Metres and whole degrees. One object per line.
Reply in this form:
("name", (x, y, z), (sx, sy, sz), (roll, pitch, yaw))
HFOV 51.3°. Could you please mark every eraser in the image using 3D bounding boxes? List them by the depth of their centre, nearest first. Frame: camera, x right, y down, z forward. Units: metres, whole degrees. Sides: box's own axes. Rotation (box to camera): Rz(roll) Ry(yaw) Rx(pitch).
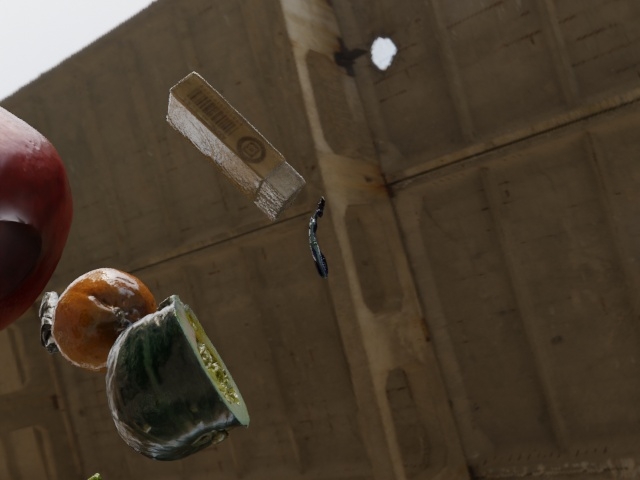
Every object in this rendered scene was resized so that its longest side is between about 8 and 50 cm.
("eraser", (-0.189, -0.199, 1.457), (0.343, 0.078, 0.144), (44, -25, 3))

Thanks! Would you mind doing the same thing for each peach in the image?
("peach", (-0.513, -0.027, 0.878), (0.388, 0.388, 0.389), (1, -88, 33))

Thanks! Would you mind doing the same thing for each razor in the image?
("razor", (-0.005, -0.001, 1.089), (0.044, 0.028, 0.155), (104, -13, -50))

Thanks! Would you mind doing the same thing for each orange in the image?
("orange", (-0.450, 0.166, 1.408), (0.170, 0.224, 0.224), (-15, -97, 47))

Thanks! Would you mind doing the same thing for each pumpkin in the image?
("pumpkin", (-0.268, 0.250, 1.151), (0.196, 0.293, 0.263), (-28, -102, -7))

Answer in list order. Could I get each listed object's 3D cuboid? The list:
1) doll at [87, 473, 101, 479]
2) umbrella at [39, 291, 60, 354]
("doll", (-0.461, 0.761, 1.691), (0.341, 0.346, 0.099), (34, -74, -18))
("umbrella", (-0.612, 0.189, 1.519), (0.235, 0.059, 0.066), (-137, -145, -61))
